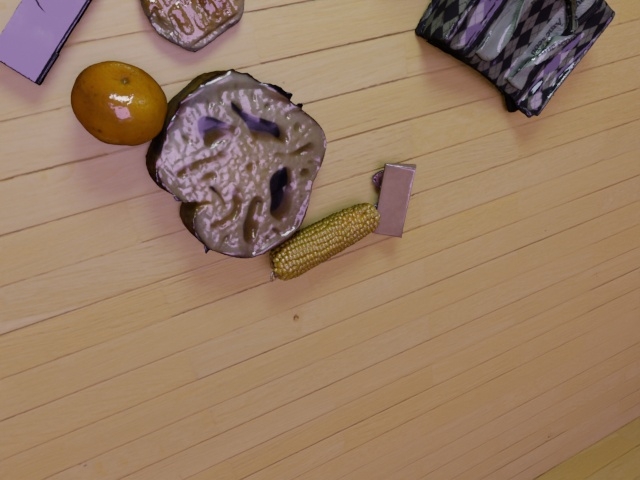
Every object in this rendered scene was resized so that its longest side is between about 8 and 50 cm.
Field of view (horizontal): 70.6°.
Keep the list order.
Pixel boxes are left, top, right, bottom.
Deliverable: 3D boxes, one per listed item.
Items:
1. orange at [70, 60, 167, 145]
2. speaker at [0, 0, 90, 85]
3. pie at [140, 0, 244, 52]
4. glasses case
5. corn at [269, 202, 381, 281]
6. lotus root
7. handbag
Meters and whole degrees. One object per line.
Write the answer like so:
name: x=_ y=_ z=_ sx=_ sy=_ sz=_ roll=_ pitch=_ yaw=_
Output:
orange: x=-0.358 y=-0.238 z=0.811 sx=0.159 sy=0.159 sz=0.136 roll=4 pitch=150 yaw=-25
speaker: x=-0.459 y=-0.379 z=0.766 sx=0.082 sy=0.044 sz=0.218 roll=33 pitch=95 yaw=-31
pie: x=-0.238 y=-0.458 z=0.832 sx=0.195 sy=0.046 sz=0.195 roll=-10 pitch=116 yaw=-21
glasses case: x=0.173 y=-0.108 z=1.154 sx=0.102 sy=0.070 sz=0.194 roll=8 pitch=111 yaw=3
corn: x=0.000 y=0.000 z=1.094 sx=0.310 sy=0.101 sz=0.101 roll=-31 pitch=120 yaw=-13
lotus root: x=-0.159 y=-0.159 z=0.957 sx=0.374 sy=0.111 sz=0.391 roll=-23 pitch=116 yaw=-16
handbag: x=0.462 y=-0.504 z=1.064 sx=0.416 sy=0.180 sz=0.317 roll=17 pitch=111 yaw=-33
